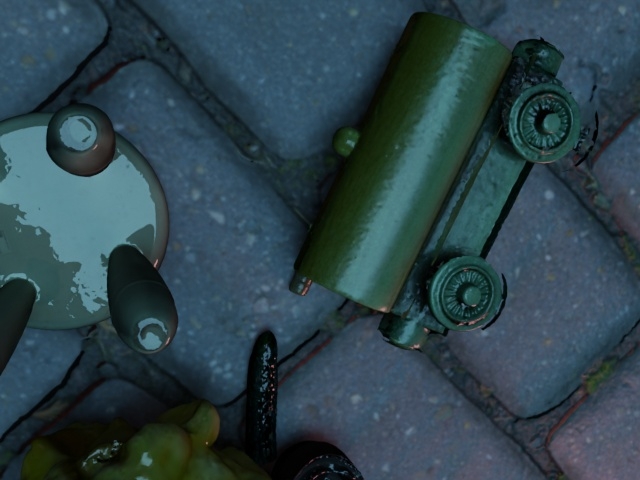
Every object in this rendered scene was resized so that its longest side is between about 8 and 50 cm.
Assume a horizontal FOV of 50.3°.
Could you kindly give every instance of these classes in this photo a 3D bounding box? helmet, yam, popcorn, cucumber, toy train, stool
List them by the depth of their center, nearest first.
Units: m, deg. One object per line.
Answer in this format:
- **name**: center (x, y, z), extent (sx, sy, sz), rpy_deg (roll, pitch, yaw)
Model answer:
- **stool**: center (-0.220, -0.001, 0.522), extent (0.195, 0.199, 0.195), rpy_deg (-17, 102, -7)
- **popcorn**: center (-0.166, 0.268, 0.576), extent (0.286, 0.215, 0.252), rpy_deg (-18, 71, -4)
- **toy train**: center (0.105, -0.054, 0.602), extent (0.189, 0.126, 0.307), rpy_deg (24, 94, -23)
- **yam**: center (0.000, 0.000, 0.656), extent (0.021, 0.021, 0.116), rpy_deg (23, 97, -15)
- **cucumber**: center (-0.057, 0.152, 0.668), extent (0.032, 0.032, 0.133), rpy_deg (0, 102, -11)
- **helmet**: center (-0.010, 0.253, 0.677), extent (0.098, 0.070, 0.123), rpy_deg (2, 107, -22)
